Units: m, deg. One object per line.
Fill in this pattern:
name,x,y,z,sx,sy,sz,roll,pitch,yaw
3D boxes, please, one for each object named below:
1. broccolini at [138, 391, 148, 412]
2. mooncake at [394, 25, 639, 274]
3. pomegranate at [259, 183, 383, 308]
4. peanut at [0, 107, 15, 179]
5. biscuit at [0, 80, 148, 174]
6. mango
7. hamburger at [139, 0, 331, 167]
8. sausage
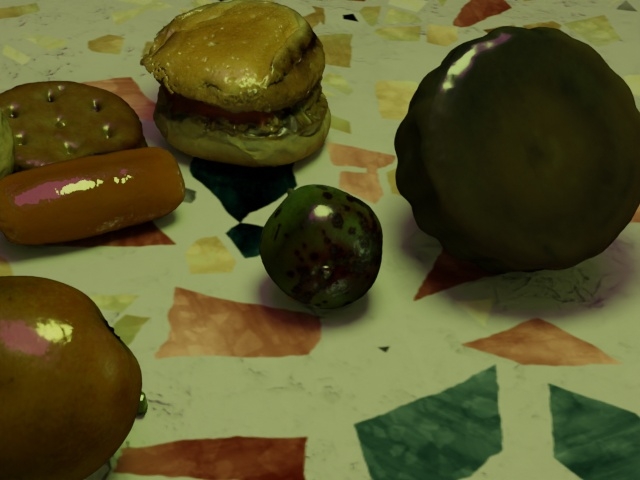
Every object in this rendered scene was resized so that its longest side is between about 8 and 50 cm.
broccolini,-0.280,0.136,1.297,0.216,0.058,0.067,11,34,7
mooncake,0.228,-0.102,1.499,0.290,0.161,0.290,2,81,-13
pomegranate,-0.001,0.007,1.455,0.148,0.148,0.169,2,0,-4
peanut,-0.430,-0.106,1.500,0.140,0.159,0.109,-14,14,16
biscuit,-0.331,-0.131,1.638,0.220,0.066,0.220,4,37,-3
mango,-0.326,0.143,1.183,0.317,0.173,0.211,-11,80,-4
hamburger,-0.107,-0.202,1.689,0.244,0.163,0.244,-2,40,2
sausage,-0.277,-0.050,1.519,0.238,0.098,0.098,-13,41,-27
